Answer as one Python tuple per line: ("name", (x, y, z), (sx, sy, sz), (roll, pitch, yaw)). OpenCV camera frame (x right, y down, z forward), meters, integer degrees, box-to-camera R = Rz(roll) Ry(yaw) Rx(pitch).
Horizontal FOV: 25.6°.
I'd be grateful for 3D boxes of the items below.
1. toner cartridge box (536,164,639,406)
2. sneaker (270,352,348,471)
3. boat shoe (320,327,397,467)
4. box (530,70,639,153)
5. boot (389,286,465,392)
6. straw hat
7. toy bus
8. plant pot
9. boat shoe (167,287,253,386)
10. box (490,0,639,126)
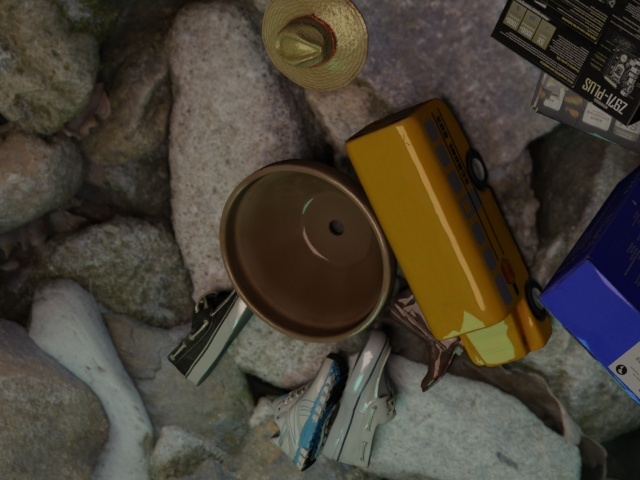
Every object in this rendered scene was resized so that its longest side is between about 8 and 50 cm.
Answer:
("toner cartridge box", (0.354, 0.032, 1.480), (0.165, 0.348, 0.075), (47, 123, 1))
("sneaker", (-0.024, 0.223, 1.907), (0.083, 0.071, 0.191), (31, 121, 18))
("boat shoe", (0.067, 0.210, 1.860), (0.075, 0.083, 0.226), (21, 131, 3))
("box", (0.455, -0.218, 1.477), (0.395, 0.097, 0.318), (25, 123, 16))
("boot", (0.124, 0.125, 1.811), (0.114, 0.037, 0.106), (38, 109, 3))
("straw hat", (-0.020, -0.240, 1.714), (0.144, 0.061, 0.144), (9, 114, 22))
("toy bus", (0.158, 0.000, 1.688), (0.108, 0.130, 0.333), (-20, 101, 31))
("plant pot", (0.000, 0.000, 1.773), (0.237, 0.110, 0.237), (12, 117, 24))
("boat shoe", (-0.144, 0.110, 1.909), (0.070, 0.078, 0.219), (39, 123, 5))
("box", (0.291, -0.230, 1.445), (0.180, 0.077, 0.147), (37, 125, 21))
